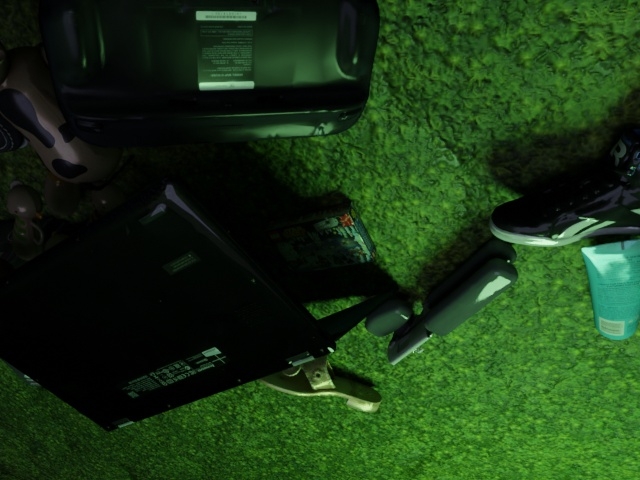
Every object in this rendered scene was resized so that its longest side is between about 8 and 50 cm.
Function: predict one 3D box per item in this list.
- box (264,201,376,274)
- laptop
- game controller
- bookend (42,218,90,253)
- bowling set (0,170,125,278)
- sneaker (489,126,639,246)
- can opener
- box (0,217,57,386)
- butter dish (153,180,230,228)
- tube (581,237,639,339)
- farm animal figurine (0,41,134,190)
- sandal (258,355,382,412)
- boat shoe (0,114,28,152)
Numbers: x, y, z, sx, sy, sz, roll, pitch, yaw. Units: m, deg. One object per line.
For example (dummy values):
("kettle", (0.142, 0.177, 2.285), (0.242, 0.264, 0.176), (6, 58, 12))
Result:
("box", (0.000, 0.000, 0.779), (0.137, 0.027, 0.094), (-12, 127, 27))
("laptop", (-0.158, 0.083, 0.728), (0.382, 0.236, 0.408), (-25, 122, 25))
("game controller", (-0.095, -0.173, 0.537), (0.319, 0.067, 0.166), (-7, 127, -16))
("bookend", (-0.336, 0.025, 0.876), (0.156, 0.072, 0.157), (-17, 125, 29))
("bowling set", (-0.341, 0.002, 0.706), (0.287, 0.200, 0.154), (42, 135, 14))
("sneaker", (0.298, -0.065, 0.597), (0.217, 0.079, 0.121), (-4, 129, 10))
("can opener", (0.165, 0.095, 0.786), (0.093, 0.074, 0.280), (30, 134, -15))
("box", (-0.486, 0.115, 0.943), (0.143, 0.165, 0.270), (-3, 132, 21))
("butter dish", (-0.182, 0.006, 0.787), (0.160, 0.118, 0.160), (60, 142, 14))
("tube", (0.366, 0.059, 0.670), (0.080, 0.052, 0.207), (-15, 142, 17))
("farm animal figurine", (-0.352, -0.178, 0.609), (0.330, 0.172, 0.327), (-28, 121, 37))
("sandal", (0.008, 0.241, 0.996), (0.240, 0.088, 0.079), (18, 105, -10))
("boat shoe", (-0.558, -0.164, 0.747), (0.303, 0.091, 0.114), (11, 135, 7))
